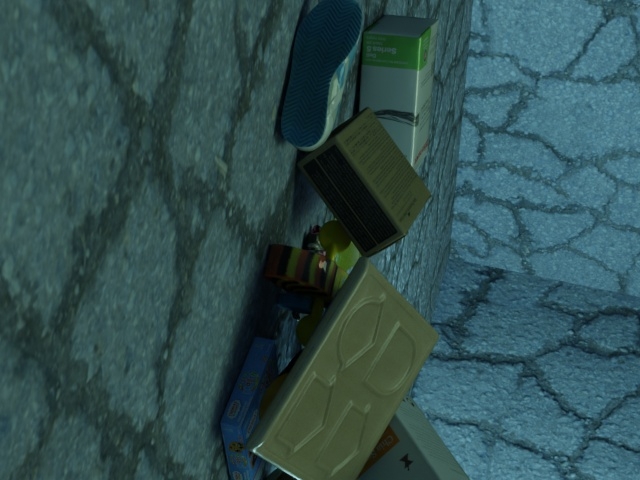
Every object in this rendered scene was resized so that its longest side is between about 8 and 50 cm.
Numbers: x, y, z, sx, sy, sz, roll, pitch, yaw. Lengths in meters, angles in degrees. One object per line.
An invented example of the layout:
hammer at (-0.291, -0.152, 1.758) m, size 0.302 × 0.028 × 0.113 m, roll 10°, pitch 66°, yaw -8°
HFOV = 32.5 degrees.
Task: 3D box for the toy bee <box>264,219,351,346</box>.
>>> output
toy bee at (0.018, 0.065, 1.755) m, size 0.298 × 0.162 × 0.195 m, roll -26°, pitch 125°, yaw -75°

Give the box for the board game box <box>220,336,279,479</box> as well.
board game box at (-0.102, 0.273, 1.682) m, size 0.211 × 0.039 × 0.160 m, roll 89°, pitch 17°, yaw -49°

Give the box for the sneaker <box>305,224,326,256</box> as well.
sneaker at (0.000, 0.000, 1.903) m, size 0.119 × 0.047 × 0.057 m, roll -30°, pitch 119°, yaw -76°

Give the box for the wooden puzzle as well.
wooden puzzle at (0.031, 0.216, 1.689) m, size 0.322 × 0.080 × 0.348 m, roll -58°, pitch 147°, yaw -10°

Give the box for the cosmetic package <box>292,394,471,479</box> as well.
cosmetic package at (0.148, 0.474, 1.837) m, size 0.230 × 0.453 × 0.161 m, roll -45°, pitch 140°, yaw 10°

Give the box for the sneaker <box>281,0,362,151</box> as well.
sneaker at (-0.001, -0.240, 1.577) m, size 0.092 × 0.087 × 0.228 m, roll 32°, pitch 77°, yaw -85°

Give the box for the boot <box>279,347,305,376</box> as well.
boot at (-0.017, 0.243, 1.898) m, size 0.223 × 0.118 × 0.338 m, roll -32°, pitch 156°, yaw -44°

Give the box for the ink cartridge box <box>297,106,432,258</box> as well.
ink cartridge box at (0.076, -0.099, 1.796) m, size 0.193 × 0.088 × 0.234 m, roll 55°, pitch 23°, yaw -6°

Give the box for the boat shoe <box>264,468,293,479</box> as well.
boat shoe at (-0.068, 0.506, 1.875) m, size 0.324 × 0.116 × 0.123 m, roll -59°, pitch 158°, yaw -60°

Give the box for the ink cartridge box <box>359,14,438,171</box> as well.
ink cartridge box at (0.148, -0.279, 2.111) m, size 0.198 × 0.115 × 0.272 m, roll -53°, pitch 149°, yaw -64°

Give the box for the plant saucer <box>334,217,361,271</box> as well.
plant saucer at (0.074, -0.051, 2.187) m, size 0.188 × 0.045 × 0.188 m, roll 89°, pitch 17°, yaw -47°
